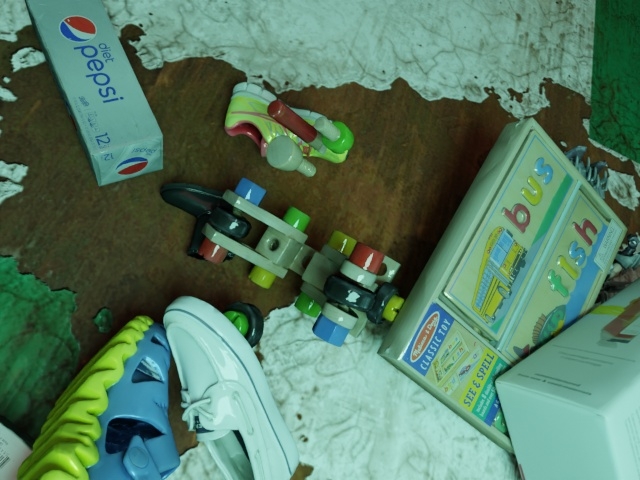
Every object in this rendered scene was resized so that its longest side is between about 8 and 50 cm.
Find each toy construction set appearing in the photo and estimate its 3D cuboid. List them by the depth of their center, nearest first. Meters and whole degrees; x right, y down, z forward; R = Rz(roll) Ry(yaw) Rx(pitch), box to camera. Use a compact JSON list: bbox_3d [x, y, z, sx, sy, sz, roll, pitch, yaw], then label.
[{"bbox_3d":[0.000,0.000,0.681,0.237,0.257,0.309,21,72,-59],"label":"toy construction set"}]

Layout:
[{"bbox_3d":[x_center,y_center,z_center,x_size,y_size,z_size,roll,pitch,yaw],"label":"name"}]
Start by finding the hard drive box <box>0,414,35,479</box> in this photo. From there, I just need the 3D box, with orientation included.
[{"bbox_3d":[-0.339,0.313,0.473,0.181,0.089,0.232,40,60,1],"label":"hard drive box"}]

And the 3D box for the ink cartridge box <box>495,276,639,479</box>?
[{"bbox_3d":[0.458,0.241,0.697,0.384,0.160,0.280,-23,100,-26],"label":"ink cartridge box"}]

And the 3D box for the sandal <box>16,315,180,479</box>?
[{"bbox_3d":[-0.199,0.200,0.498,0.138,0.126,0.317,39,20,-20],"label":"sandal"}]

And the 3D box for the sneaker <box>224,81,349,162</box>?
[{"bbox_3d":[-0.057,-0.161,0.793,0.208,0.081,0.094,23,69,-1],"label":"sneaker"}]

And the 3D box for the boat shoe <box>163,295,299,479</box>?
[{"bbox_3d":[-0.107,0.186,0.560,0.258,0.095,0.084,61,37,-11],"label":"boat shoe"}]

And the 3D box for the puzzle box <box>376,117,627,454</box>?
[{"bbox_3d":[0.283,0.062,0.729,0.272,0.052,0.409,39,73,-20],"label":"puzzle box"}]

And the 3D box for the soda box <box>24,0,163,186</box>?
[{"bbox_3d":[-0.320,-0.227,0.714,0.098,0.091,0.287,-22,76,-25],"label":"soda box"}]

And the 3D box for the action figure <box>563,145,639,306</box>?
[{"bbox_3d":[0.476,-0.016,0.900,0.185,0.099,0.285,12,67,-20],"label":"action figure"}]

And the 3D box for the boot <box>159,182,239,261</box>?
[{"bbox_3d":[-0.170,-0.023,0.707,0.121,0.045,0.099,9,69,-16],"label":"boot"}]
